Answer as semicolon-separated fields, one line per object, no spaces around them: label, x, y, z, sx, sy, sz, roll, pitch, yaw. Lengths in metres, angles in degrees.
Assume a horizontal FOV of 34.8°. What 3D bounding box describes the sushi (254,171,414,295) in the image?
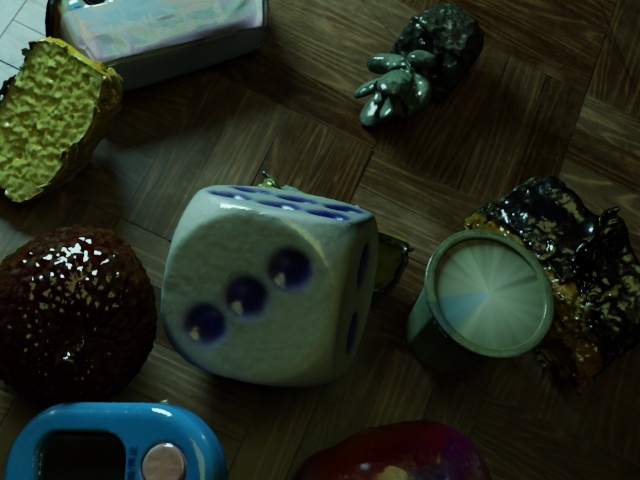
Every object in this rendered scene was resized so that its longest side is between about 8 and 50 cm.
sushi;-0.001;0.002;1.669;0.291;0.139;0.131;23;18;-8

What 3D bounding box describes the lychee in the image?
lychee;-0.359;0.107;1.465;0.260;0.260;0.261;5;65;-12

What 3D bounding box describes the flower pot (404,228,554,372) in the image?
flower pot;0.239;0.117;1.627;0.212;0.203;0.212;5;64;-10

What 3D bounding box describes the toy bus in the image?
toy bus;-0.260;-0.368;1.751;0.386;0.171;0.162;-21;83;-22

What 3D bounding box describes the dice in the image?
dice;-0.068;0.060;1.504;0.259;0.243;0.251;12;103;12

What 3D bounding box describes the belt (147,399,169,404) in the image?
belt;-0.218;0.377;1.457;0.072;0.087;0.302;-12;69;-9

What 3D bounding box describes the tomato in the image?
tomato;0.129;0.401;1.489;0.334;0.176;0.290;-12;72;-20

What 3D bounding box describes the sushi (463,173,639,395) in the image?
sushi;0.402;0.052;1.688;0.207;0.234;0.348;-29;71;-24

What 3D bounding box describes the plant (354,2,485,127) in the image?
plant;0.171;-0.313;1.835;0.149;0.146;0.274;37;61;18

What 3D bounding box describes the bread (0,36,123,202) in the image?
bread;-0.418;-0.191;1.614;0.160;0.261;0.147;35;19;4

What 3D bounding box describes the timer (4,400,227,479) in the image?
timer;-0.272;0.384;1.351;0.309;0.115;0.340;-2;79;16
